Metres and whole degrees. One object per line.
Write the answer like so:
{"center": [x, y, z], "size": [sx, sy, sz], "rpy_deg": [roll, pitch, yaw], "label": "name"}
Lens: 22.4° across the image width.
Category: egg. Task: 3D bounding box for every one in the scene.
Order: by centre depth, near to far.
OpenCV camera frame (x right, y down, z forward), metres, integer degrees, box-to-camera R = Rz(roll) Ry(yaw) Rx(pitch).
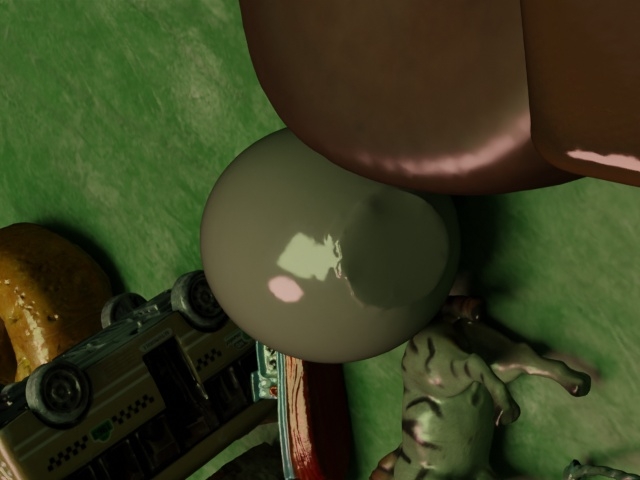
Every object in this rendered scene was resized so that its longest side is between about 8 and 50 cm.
{"center": [0.000, 0.000, 1.180], "size": [0.232, 0.176, 0.176], "rpy_deg": [7, 109, 57], "label": "egg"}

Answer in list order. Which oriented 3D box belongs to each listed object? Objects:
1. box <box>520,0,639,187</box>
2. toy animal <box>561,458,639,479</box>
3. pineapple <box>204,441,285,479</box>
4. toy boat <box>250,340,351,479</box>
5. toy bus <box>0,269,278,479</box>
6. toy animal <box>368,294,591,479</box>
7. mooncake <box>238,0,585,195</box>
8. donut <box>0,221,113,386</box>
{"center": [0.259, -0.163, 0.727], "size": [0.239, 0.339, 0.229], "rpy_deg": [14, 116, 44], "label": "box"}
{"center": [0.250, 0.199, 1.059], "size": [0.253, 0.070, 0.079], "rpy_deg": [31, 95, 39], "label": "toy animal"}
{"center": [-0.055, 0.264, 1.360], "size": [0.236, 0.186, 0.114], "rpy_deg": [22, 127, -10], "label": "pineapple"}
{"center": [-0.016, 0.143, 1.326], "size": [0.058, 0.069, 0.173], "rpy_deg": [-2, 101, 33], "label": "toy boat"}
{"center": [-0.163, 0.142, 1.331], "size": [0.139, 0.289, 0.157], "rpy_deg": [-17, 102, 47], "label": "toy bus"}
{"center": [0.105, 0.166, 1.186], "size": [0.170, 0.089, 0.255], "rpy_deg": [48, 131, 39], "label": "toy animal"}
{"center": [0.097, -0.183, 1.017], "size": [0.326, 0.174, 0.334], "rpy_deg": [-44, 67, 42], "label": "mooncake"}
{"center": [-0.280, 0.094, 1.566], "size": [0.226, 0.113, 0.227], "rpy_deg": [16, 114, 42], "label": "donut"}
